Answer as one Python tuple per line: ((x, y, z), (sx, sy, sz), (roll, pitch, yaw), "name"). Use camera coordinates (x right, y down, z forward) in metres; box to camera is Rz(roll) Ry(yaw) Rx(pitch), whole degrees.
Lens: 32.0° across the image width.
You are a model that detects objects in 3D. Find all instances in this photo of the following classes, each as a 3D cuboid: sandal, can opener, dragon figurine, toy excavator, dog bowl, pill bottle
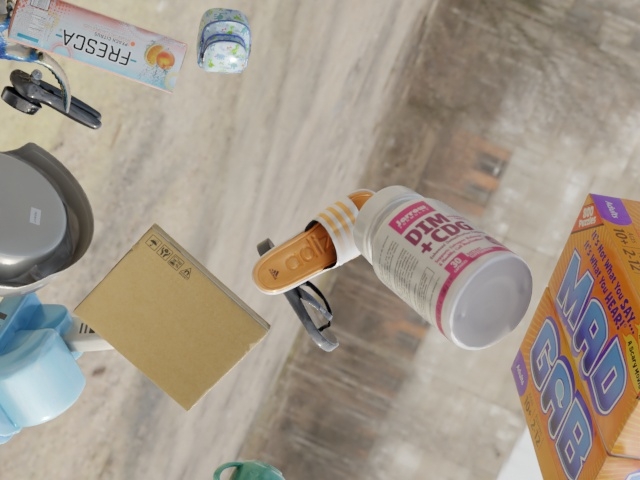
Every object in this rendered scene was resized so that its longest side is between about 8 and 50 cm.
((-0.028, 0.101, 2.025), (0.054, 0.255, 0.097), (-30, -156, 5), "sandal")
((-0.470, -0.249, 1.981), (0.073, 0.186, 0.059), (-43, -139, 34), "can opener")
((-0.423, -0.257, 1.400), (0.289, 0.144, 0.085), (61, 19, -63), "dragon figurine")
((-0.493, 0.201, 2.136), (0.433, 0.445, 0.222), (-67, 149, -44), "toy excavator")
((-0.598, -0.047, 2.057), (0.102, 0.348, 0.349), (-46, -170, 37), "dog bowl")
((0.005, 0.009, 1.903), (0.265, 0.102, 0.076), (-34, -178, -9), "sandal")
((0.178, 0.032, 1.713), (0.283, 0.160, 0.160), (41, -66, 48), "pill bottle")

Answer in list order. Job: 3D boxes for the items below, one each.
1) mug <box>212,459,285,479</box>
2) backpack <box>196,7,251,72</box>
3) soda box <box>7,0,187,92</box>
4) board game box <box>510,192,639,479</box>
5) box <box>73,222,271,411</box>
((-0.140, 0.523, 2.386), (0.097, 0.129, 0.158), (-63, 147, -23), "mug")
((-0.180, -0.375, 2.110), (0.084, 0.104, 0.114), (-100, -164, -44), "backpack")
((-0.239, -0.215, 1.199), (0.063, 0.183, 0.058), (-134, -117, -72), "soda box")
((0.527, 0.198, 1.602), (0.356, 0.356, 0.356), (-96, -162, -54), "board game box")
((-0.191, 0.101, 1.426), (0.164, 0.201, 0.021), (-45, -170, 17), "box")
